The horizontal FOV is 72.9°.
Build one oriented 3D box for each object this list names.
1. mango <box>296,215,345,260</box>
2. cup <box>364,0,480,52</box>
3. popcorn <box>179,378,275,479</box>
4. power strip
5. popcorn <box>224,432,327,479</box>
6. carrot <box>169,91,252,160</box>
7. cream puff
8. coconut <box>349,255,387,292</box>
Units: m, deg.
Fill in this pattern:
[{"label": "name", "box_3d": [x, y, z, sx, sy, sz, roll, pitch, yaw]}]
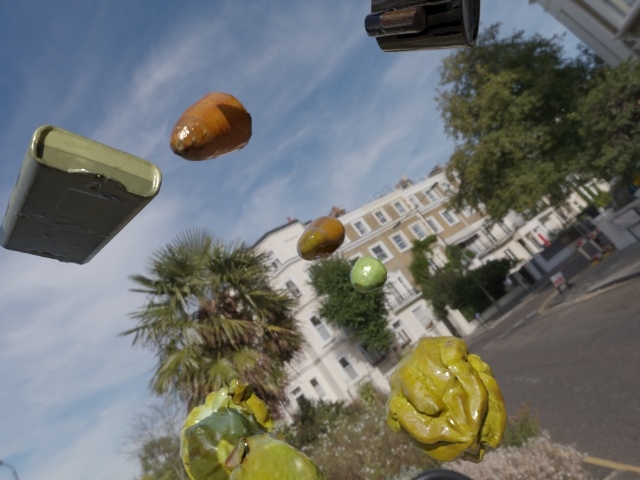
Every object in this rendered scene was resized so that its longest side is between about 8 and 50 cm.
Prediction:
[{"label": "mango", "box_3d": [0.000, 0.000, 0.935, 0.102, 0.085, 0.184, -44, 1, 20]}, {"label": "cup", "box_3d": [0.188, -0.451, 0.819, 0.177, 0.166, 0.239, 6, 11, 30]}, {"label": "popcorn", "box_3d": [-0.168, 0.390, 0.830, 0.184, 0.204, 0.221, -42, 22, -4]}, {"label": "power strip", "box_3d": [-0.241, -0.022, 0.410, 0.092, 0.034, 0.268, 18, -28, -35]}, {"label": "popcorn", "box_3d": [-0.051, 0.398, 0.408, 0.321, 0.290, 0.325, -50, -20, -19]}, {"label": "carrot", "box_3d": [-0.274, -0.253, 1.044, 0.159, 0.159, 0.225, -49, 9, 36]}, {"label": "cream puff", "box_3d": [0.333, 0.400, 1.058, 0.291, 0.257, 0.324, -53, -56, -13]}, {"label": "coconut", "box_3d": [0.114, 0.077, 1.011, 0.096, 0.088, 0.088, -46, -13, -21]}]
